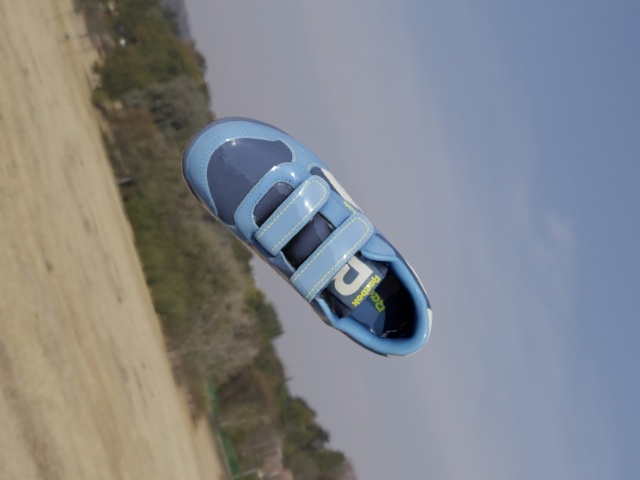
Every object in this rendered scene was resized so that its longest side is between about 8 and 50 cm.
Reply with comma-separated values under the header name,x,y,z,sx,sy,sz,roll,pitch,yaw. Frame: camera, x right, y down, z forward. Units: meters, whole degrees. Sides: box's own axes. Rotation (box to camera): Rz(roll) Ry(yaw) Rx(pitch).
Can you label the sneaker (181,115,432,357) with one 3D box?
name,x,y,z,sx,sy,sz,roll,pitch,yaw
sneaker,0.000,0.000,0.441,0.144,0.053,0.059,41,4,-21
